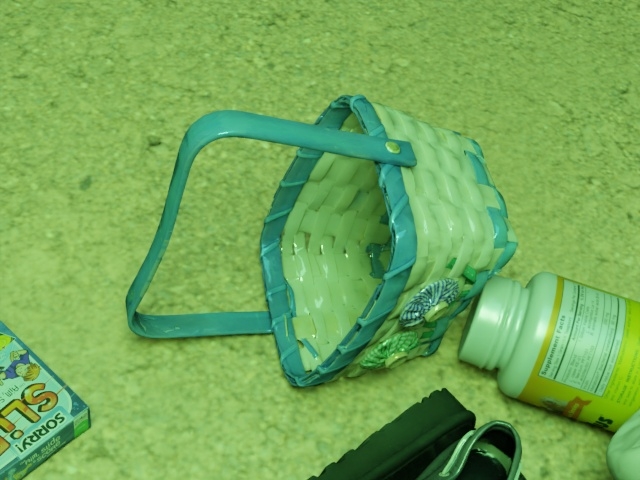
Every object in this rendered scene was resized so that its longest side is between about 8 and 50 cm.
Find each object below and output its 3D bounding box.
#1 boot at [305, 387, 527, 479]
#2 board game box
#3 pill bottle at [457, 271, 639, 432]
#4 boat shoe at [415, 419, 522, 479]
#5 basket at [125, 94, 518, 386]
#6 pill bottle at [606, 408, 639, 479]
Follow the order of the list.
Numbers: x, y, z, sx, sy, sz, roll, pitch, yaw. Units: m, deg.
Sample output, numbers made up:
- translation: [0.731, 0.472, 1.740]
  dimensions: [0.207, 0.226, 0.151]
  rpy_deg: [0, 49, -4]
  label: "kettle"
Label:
- translation: [0.080, 0.275, 0.689]
  dimensions: [0.348, 0.131, 0.260]
  rpy_deg: [-31, 62, -32]
  label: "boot"
- translation: [-0.303, 0.157, 0.778]
  dimensions: [0.136, 0.035, 0.201]
  rpy_deg: [37, 53, 20]
  label: "board game box"
- translation: [0.236, 0.100, 0.876]
  dimensions: [0.214, 0.117, 0.117]
  rpy_deg: [19, 49, 5]
  label: "pill bottle"
- translation: [0.066, 0.188, 0.632]
  dimensions: [0.075, 0.065, 0.206]
  rpy_deg: [35, 47, 20]
  label: "boat shoe"
- translation: [0.000, 0.000, 0.828]
  dimensions: [0.288, 0.255, 0.201]
  rpy_deg: [5, 51, -22]
  label: "basket"
- translation: [0.360, 0.237, 0.715]
  dimensions: [0.169, 0.169, 0.302]
  rpy_deg: [-31, 82, -31]
  label: "pill bottle"
